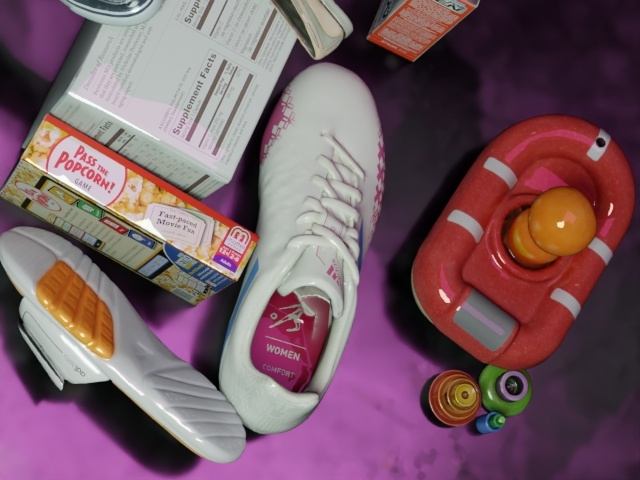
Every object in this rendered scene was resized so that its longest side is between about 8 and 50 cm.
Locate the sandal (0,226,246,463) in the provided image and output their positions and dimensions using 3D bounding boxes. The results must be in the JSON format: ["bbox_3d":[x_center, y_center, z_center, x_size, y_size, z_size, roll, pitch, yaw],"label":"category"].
[{"bbox_3d":[-0.177,0.100,1.538,0.265,0.102,0.076,45,113,7],"label":"sandal"}]

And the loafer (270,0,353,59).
[{"bbox_3d":[-0.030,-0.192,1.455,0.125,0.045,0.039,44,77,-11],"label":"loafer"}]

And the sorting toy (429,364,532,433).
[{"bbox_3d":[0.146,0.137,1.662,0.102,0.042,0.061,-11,83,-19],"label":"sorting toy"}]

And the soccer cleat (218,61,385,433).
[{"bbox_3d":[0.000,0.000,1.589,0.116,0.143,0.331,15,75,-14],"label":"soccer cleat"}]

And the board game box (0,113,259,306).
[{"bbox_3d":[-0.158,-0.020,1.543,0.193,0.147,0.045,30,73,-10],"label":"board game box"}]

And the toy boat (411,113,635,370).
[{"bbox_3d":[0.191,-0.008,1.642,0.151,0.151,0.231,36,68,-8],"label":"toy boat"}]

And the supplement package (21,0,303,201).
[{"bbox_3d":[-0.110,-0.174,1.556,0.145,0.204,0.262,28,73,-12],"label":"supplement package"}]

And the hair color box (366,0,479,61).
[{"bbox_3d":[0.100,-0.226,1.649,0.053,0.167,0.093,25,73,-11],"label":"hair color box"}]

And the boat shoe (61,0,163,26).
[{"bbox_3d":[-0.198,-0.229,1.411,0.183,0.083,0.065,36,78,15],"label":"boat shoe"}]
